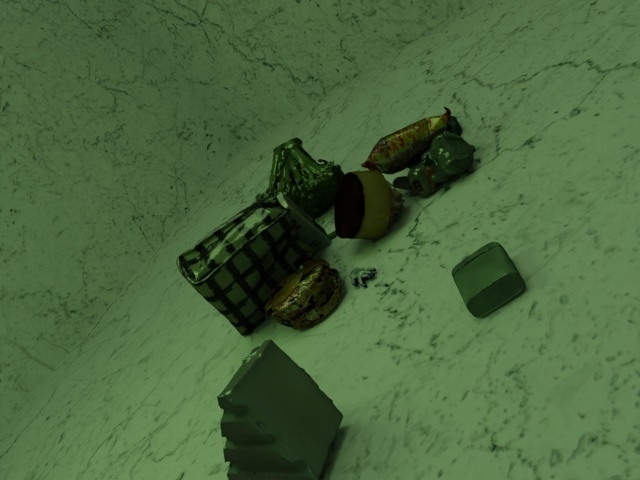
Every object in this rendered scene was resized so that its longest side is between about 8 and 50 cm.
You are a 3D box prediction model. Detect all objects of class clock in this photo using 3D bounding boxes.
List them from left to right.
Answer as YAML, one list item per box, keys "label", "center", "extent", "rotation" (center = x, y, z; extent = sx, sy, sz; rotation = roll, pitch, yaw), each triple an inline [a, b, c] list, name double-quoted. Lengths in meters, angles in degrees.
- label: "clock"
  center: [0.345, -0.308, 2.021]
  extent: [0.215, 0.042, 0.215]
  rotation: [-36, 20, 15]

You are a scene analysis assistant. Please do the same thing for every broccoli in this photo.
- label: "broccoli"
  center: [-0.070, -0.208, 2.226]
  extent: [0.321, 0.283, 0.304]
  rotation: [-26, 6, -12]

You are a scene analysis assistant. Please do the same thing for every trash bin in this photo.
- label: "trash bin"
  center: [0.317, 0.073, 1.226]
  extent: [0.116, 0.059, 0.130]
  rotation: [-37, 21, 15]

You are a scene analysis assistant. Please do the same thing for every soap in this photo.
- label: "soap"
  center: [-0.136, 0.329, 1.214]
  extent: [0.302, 0.258, 0.159]
  rotation: [-22, 28, 44]

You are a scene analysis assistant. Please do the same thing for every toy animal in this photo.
- label: "toy animal"
  center: [0.303, -0.185, 1.766]
  extent: [0.251, 0.127, 0.125]
  rotation: [-41, 25, 45]

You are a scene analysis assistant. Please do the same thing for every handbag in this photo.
- label: "handbag"
  center: [-0.181, 0.067, 1.781]
  extent: [0.327, 0.325, 0.162]
  rotation: [-37, 52, -5]

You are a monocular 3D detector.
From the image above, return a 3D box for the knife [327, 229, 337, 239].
- label: "knife"
  center: [0.001, 0.001, 2.034]
  extent: [0.212, 0.015, 0.054]
  rotation: [-30, 20, 28]

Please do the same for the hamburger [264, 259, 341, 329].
- label: "hamburger"
  center: [-0.045, 0.141, 1.685]
  extent: [0.231, 0.107, 0.231]
  rotation: [-40, 17, 15]

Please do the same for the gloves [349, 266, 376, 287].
- label: "gloves"
  center: [0.106, 0.093, 1.626]
  extent: [0.086, 0.026, 0.064]
  rotation: [0, 46, 55]

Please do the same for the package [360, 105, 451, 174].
- label: "package"
  center: [0.248, -0.265, 1.839]
  extent: [0.288, 0.108, 0.223]
  rotation: [-25, -2, 4]

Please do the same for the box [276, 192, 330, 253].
- label: "box"
  center: [-0.097, -0.023, 1.924]
  extent: [0.155, 0.243, 0.067]
  rotation: [-38, 49, 10]

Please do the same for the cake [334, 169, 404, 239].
- label: "cake"
  center: [0.145, -0.089, 1.773]
  extent: [0.185, 0.178, 0.208]
  rotation: [134, 141, -61]
